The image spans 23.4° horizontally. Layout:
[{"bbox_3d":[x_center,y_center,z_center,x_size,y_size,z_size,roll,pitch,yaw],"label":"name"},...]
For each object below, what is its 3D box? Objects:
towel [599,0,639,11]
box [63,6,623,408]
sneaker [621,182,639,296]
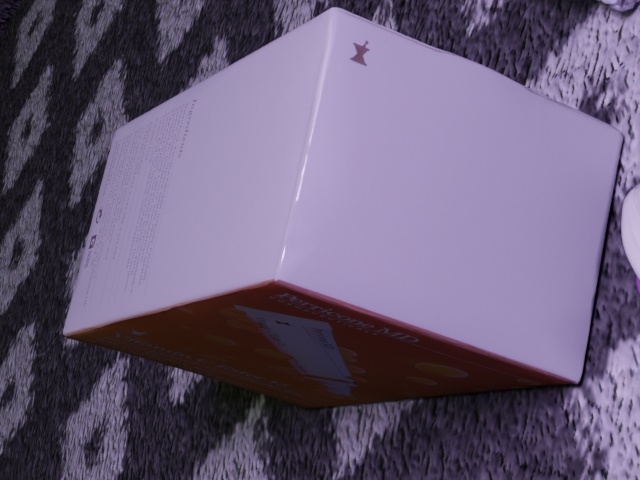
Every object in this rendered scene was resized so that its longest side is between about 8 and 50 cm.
[{"bbox_3d":[0.176,-0.320,1.020,0.284,0.121,0.235,-62,25,17],"label":"towel"},{"bbox_3d":[0.000,0.000,1.031,0.345,0.215,0.168,-17,57,60],"label":"box"},{"bbox_3d":[0.245,0.033,0.671,0.152,0.114,0.305,-50,33,10],"label":"sneaker"}]
